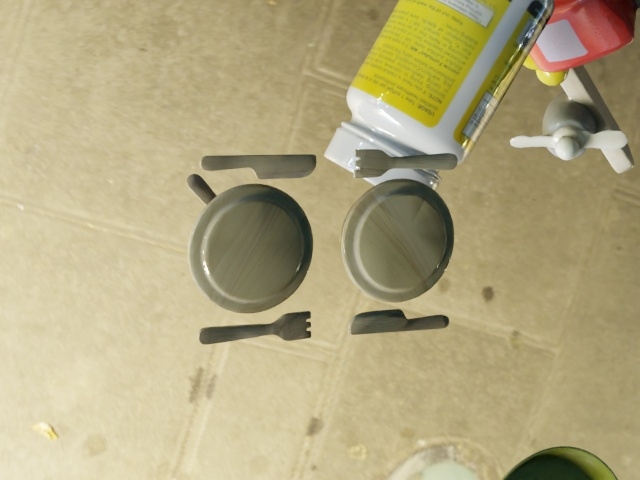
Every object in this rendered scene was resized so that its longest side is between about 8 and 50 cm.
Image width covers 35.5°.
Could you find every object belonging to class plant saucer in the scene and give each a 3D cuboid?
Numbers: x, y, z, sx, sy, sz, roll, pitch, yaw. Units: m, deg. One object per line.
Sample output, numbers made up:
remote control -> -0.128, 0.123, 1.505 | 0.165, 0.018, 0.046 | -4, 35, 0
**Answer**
plant saucer -> 0.272, 0.364, 1.200 | 0.241, 0.037, 0.240 | 0, 90, -28

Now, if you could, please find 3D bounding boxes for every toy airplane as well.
toy airplane -> 0.228, -0.276, 1.159 | 0.272, 0.386, 0.384 | -36, 155, 7

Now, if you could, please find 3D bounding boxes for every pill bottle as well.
pill bottle -> 0.096, -0.138, 0.848 | 0.119, 0.119, 0.208 | 29, 95, -24

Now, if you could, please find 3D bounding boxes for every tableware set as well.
tableware set -> 0.000, 0.000, 0.684 | 0.194, 0.039, 0.128 | -2, 101, -23
